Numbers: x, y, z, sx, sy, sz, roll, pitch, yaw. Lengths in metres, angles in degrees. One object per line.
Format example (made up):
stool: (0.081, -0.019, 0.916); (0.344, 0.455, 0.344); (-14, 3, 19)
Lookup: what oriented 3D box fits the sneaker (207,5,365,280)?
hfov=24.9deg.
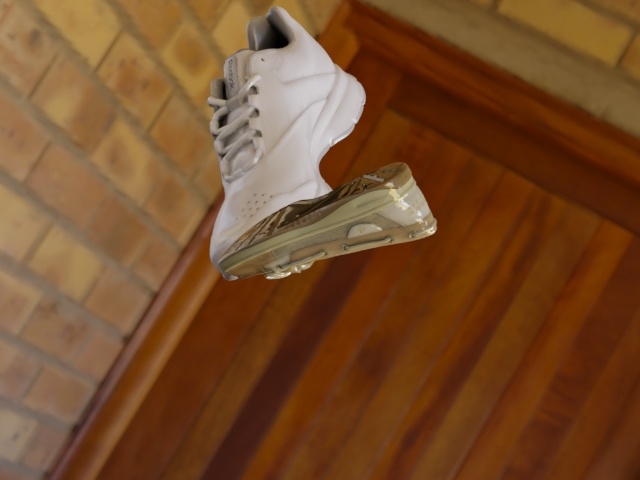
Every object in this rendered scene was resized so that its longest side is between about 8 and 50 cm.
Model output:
sneaker: (-0.052, -0.082, 1.220); (0.111, 0.297, 0.129); (-23, -59, 26)

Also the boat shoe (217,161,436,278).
boat shoe: (0.001, -0.001, 0.923); (0.048, 0.153, 0.056); (59, 29, -14)
